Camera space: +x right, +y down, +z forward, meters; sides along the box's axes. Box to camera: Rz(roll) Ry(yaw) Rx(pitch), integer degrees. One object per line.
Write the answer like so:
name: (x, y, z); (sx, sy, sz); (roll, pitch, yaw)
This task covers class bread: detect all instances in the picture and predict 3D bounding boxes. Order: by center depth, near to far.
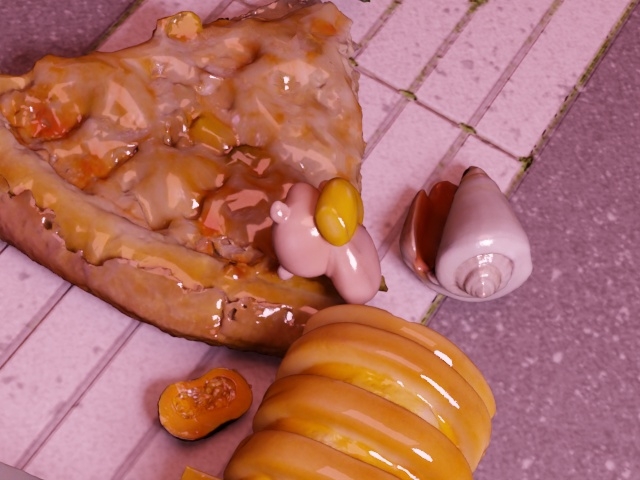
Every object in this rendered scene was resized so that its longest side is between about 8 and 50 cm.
bread: (0.014, 0.186, 1.064); (0.173, 0.121, 0.311); (24, 55, 6)

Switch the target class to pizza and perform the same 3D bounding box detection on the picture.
pizza: (-0.099, -0.046, 1.273); (0.435, 0.080, 0.392); (-20, 63, -21)

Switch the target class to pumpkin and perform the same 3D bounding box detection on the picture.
pumpkin: (-0.093, 0.134, 1.182); (0.083, 0.028, 0.050); (-20, 68, -24)

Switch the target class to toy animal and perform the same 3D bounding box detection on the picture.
toy animal: (0.000, 0.000, 1.184); (0.082, 0.114, 0.091); (-18, 34, 11)

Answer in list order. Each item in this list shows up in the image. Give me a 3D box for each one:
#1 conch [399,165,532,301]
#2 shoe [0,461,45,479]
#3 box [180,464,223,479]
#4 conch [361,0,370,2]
conch: (0.126, -0.012, 1.291); (0.104, 0.094, 0.176); (-26, 50, 21)
shoe: (-0.297, 0.213, 1.039); (0.363, 0.132, 0.160); (20, 72, 8)
box: (-0.003, 0.282, 1.093); (0.269, 0.043, 0.152); (22, 55, 3)
conch: (-0.008, -0.305, 1.469); (0.095, 0.079, 0.201); (-38, 53, -17)
